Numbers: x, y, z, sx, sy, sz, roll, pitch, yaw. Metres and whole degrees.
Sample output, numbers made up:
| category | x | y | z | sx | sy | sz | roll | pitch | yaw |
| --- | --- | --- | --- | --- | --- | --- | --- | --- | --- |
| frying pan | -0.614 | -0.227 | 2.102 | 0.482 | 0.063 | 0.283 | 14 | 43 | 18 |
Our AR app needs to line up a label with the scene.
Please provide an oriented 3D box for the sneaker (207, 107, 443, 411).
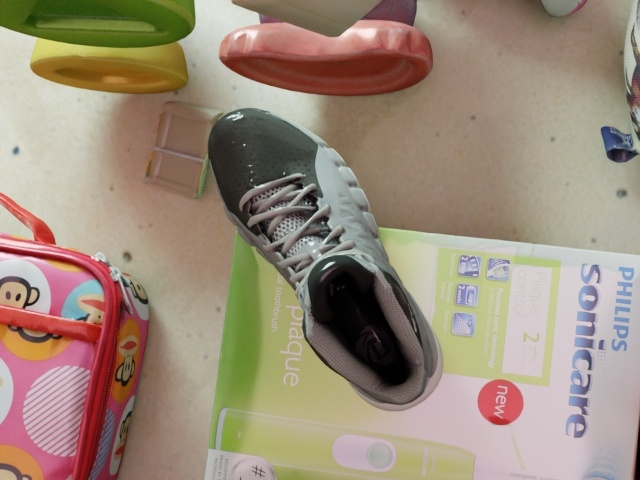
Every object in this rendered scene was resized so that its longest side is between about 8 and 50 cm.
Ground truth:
| category | x | y | z | sx | sy | sz | roll | pitch | yaw |
| --- | --- | --- | --- | --- | --- | --- | --- | --- | --- |
| sneaker | 0.000 | 0.000 | 0.479 | 0.086 | 0.132 | 0.228 | -36 | 81 | 1 |

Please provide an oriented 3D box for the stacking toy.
| category | x | y | z | sx | sy | sz | roll | pitch | yaw |
| --- | --- | --- | --- | --- | --- | --- | --- | --- | --- |
| stacking toy | -0.074 | -0.190 | 0.552 | 0.309 | 0.279 | 0.130 | 2 | 88 | 3 |

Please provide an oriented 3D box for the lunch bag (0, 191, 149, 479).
| category | x | y | z | sx | sy | sz | roll | pitch | yaw |
| --- | --- | --- | --- | --- | --- | --- | --- | --- | --- |
| lunch bag | -0.290 | 0.084 | 0.645 | 0.293 | 0.120 | 0.258 | 10 | 84 | 7 |

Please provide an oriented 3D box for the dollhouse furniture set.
| category | x | y | z | sx | sy | sz | roll | pitch | yaw |
| --- | --- | --- | --- | --- | --- | --- | --- | --- | --- |
| dollhouse furniture set | -0.068 | -0.066 | 0.667 | 0.152 | 0.059 | 0.076 | 16 | 96 | 27 |

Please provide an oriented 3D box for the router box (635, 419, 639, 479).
| category | x | y | z | sx | sy | sz | roll | pitch | yaw |
| --- | --- | --- | --- | --- | --- | --- | --- | --- | --- |
| router box | 0.359 | 0.170 | 0.454 | 0.336 | 0.082 | 0.301 | 8 | 46 | 17 |

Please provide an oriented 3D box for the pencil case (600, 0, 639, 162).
| category | x | y | z | sx | sy | sz | roll | pitch | yaw |
| --- | --- | --- | --- | --- | --- | --- | --- | --- | --- |
| pencil case | 0.413 | -0.092 | 0.534 | 0.411 | 0.160 | 0.183 | 12 | 66 | 8 |

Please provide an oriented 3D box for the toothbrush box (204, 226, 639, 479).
| category | x | y | z | sx | sy | sz | roll | pitch | yaw |
| --- | --- | --- | --- | --- | --- | --- | --- | --- | --- |
| toothbrush box | 0.074 | 0.099 | 0.589 | 0.283 | 0.122 | 0.206 | 7 | 87 | 6 |

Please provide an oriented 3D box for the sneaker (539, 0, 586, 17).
| category | x | y | z | sx | sy | sz | roll | pitch | yaw |
| --- | --- | --- | --- | --- | --- | --- | --- | --- | --- |
| sneaker | 0.101 | -0.258 | 0.626 | 0.252 | 0.103 | 0.111 | 44 | 121 | -2 |
